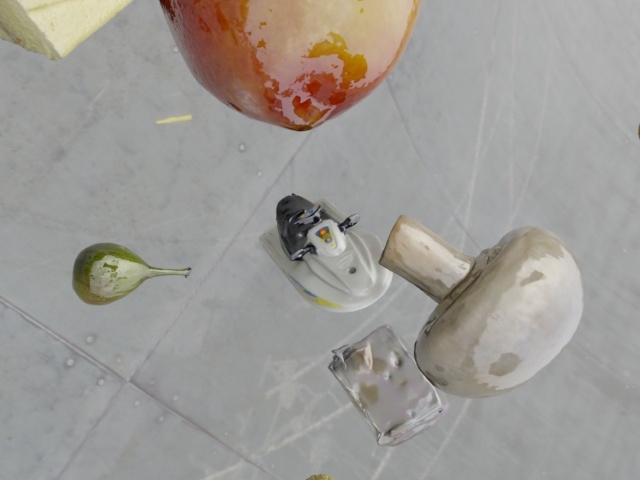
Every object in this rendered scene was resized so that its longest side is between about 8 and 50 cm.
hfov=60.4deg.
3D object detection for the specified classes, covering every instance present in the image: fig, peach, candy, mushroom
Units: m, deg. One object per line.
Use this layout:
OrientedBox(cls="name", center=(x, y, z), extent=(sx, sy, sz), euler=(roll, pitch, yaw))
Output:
OrientedBox(cls="fig", center=(-0.435, 0.088, 1.267), extent=(0.260, 0.151, 0.151), euler=(10, 95, -14))
OrientedBox(cls="peach", center=(-0.034, -0.280, 0.582), extent=(0.308, 0.308, 0.331), euler=(7, 74, -53))
OrientedBox(cls="candy", center=(0.118, 0.247, 0.945), extent=(0.137, 0.184, 0.195), euler=(-37, 153, 2))
OrientedBox(cls="mushroom", center=(0.159, 0.055, 0.595), extent=(0.207, 0.215, 0.207), euler=(-52, 174, -8))

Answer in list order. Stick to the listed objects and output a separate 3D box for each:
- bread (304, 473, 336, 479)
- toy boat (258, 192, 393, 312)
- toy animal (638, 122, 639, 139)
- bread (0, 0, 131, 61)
OrientedBox(cls="bread", center=(-0.003, 0.557, 1.024), extent=(0.087, 0.098, 0.269), euler=(-77, 166, -73))
OrientedBox(cls="toy boat", center=(0.001, 0.003, 0.777), extent=(0.141, 0.269, 0.140), euler=(-4, 104, -18))
OrientedBox(cls="toy animal", center=(0.284, -0.095, 0.362), extent=(0.160, 0.070, 0.083), euler=(-31, 90, -10))
OrientedBox(cls="bread", center=(-0.465, -0.488, 0.936), extent=(0.404, 0.346, 0.242), euler=(-59, 150, -30))
